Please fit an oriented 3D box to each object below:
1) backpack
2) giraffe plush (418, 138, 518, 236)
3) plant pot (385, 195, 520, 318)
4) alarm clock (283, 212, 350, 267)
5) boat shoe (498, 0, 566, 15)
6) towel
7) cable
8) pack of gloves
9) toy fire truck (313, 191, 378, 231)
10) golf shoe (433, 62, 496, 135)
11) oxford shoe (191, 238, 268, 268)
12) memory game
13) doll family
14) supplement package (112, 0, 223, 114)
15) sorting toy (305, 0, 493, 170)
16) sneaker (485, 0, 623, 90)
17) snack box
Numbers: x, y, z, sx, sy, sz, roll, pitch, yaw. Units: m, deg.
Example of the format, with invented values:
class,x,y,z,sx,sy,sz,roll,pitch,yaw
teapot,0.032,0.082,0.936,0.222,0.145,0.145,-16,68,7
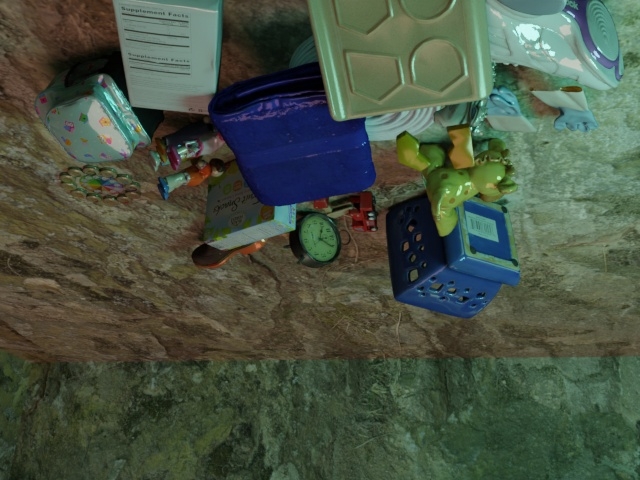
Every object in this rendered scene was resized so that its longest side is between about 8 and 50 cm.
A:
class,x,y,z,sx,sy,sz,roll,pitch,yaw
backpack,-0.389,-0.217,1.253,0.188,0.144,0.166,-3,136,28
giraffe plush,0.288,-0.120,1.411,0.170,0.181,0.210,-15,171,10
plant pot,0.306,0.019,1.654,0.236,0.236,0.212,15,147,-29
alarm clock,0.000,0.000,1.773,0.192,0.129,0.064,-6,168,-38
boat shoe,0.208,-0.399,0.780,0.136,0.156,0.367,16,175,39
towel,-0.033,-0.166,1.190,0.228,0.076,0.308,-9,154,6
cable,0.075,-0.252,1.203,0.257,0.089,0.257,-17,151,38
pack of gloves,0.363,-0.235,1.236,0.195,0.046,0.232,9,175,29
toy fire truck,0.061,-0.072,1.685,0.135,0.047,0.192,-1,158,9
golf shoe,0.223,-0.242,1.121,0.086,0.176,0.069,10,148,19
oxford shoe,-0.248,-0.006,1.850,0.271,0.097,0.098,-22,127,37
memory game,-0.504,-0.123,1.671,0.186,0.012,0.186,2,157,1
doll family,-0.226,-0.184,1.340,0.163,0.118,0.263,-26,176,-23
supplement package,-0.209,-0.307,1.041,0.134,0.139,0.244,5,156,-7
sorting toy,0.118,-0.237,1.003,0.229,0.041,0.307,-8,119,10
sneaker,0.313,-0.304,1.057,0.305,0.114,0.152,25,156,-26
snack box,-0.145,-0.086,1.510,0.207,0.174,0.070,-16,152,38
